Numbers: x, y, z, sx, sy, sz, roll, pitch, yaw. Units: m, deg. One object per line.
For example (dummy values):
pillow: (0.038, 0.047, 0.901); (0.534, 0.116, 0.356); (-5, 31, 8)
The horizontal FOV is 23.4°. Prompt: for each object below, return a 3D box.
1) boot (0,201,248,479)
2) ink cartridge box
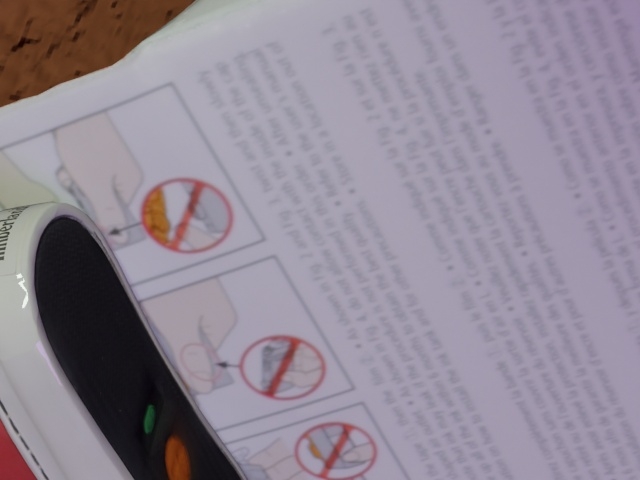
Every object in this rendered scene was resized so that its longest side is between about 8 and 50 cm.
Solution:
boot: (-0.119, 0.108, 0.531); (0.176, 0.088, 0.244); (-14, 119, 18)
ink cartridge box: (0.064, 0.011, 0.547); (0.385, 0.091, 0.308); (-18, 125, 17)
